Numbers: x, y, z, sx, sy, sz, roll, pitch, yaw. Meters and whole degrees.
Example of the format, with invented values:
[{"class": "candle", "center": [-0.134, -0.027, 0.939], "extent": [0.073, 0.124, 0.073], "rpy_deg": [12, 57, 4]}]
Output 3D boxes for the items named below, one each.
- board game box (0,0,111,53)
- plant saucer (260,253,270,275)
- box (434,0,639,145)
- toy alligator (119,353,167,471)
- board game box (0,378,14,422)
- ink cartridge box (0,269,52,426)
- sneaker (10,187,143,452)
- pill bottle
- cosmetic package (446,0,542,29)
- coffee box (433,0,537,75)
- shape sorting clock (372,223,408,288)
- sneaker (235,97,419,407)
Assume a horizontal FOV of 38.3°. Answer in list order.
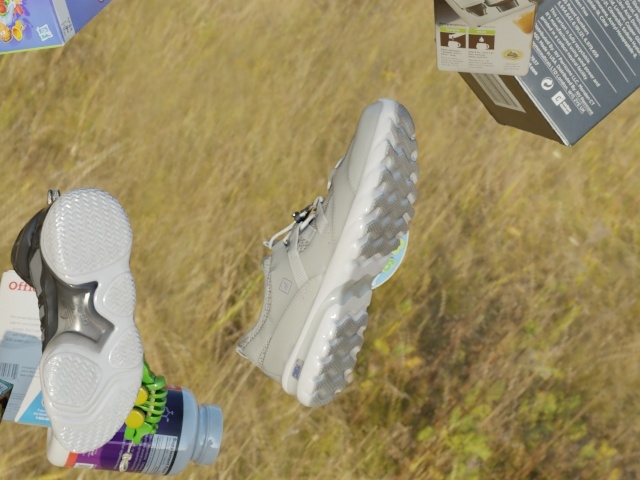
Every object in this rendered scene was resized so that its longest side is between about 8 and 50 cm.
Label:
[{"class": "board game box", "center": [-0.327, -0.289, 0.982], "extent": [0.233, 0.078, 0.347], "rpy_deg": [-4, 31, 12]}, {"class": "plant saucer", "center": [-0.056, 0.072, 1.355], "extent": [0.018, 0.067, 0.192], "rpy_deg": [-15, 15, -12]}, {"class": "box", "center": [0.429, -0.372, 1.486], "extent": [0.212, 0.395, 0.293], "rpy_deg": [48, 2, -17]}, {"class": "toy alligator", "center": [-0.248, 0.250, 1.309], "extent": [0.051, 0.189, 0.056], "rpy_deg": [11, 18, 1]}, {"class": "board game box", "center": [-0.397, 0.242, 0.920], "extent": [0.030, 0.136, 0.259], "rpy_deg": [28, 15, 2]}, {"class": "ink cartridge box", "center": [-0.351, 0.143, 1.193], "extent": [0.140, 0.190, 0.082], "rpy_deg": [4, -16, 14]}, {"class": "sneaker", "center": [-0.257, 0.075, 0.961], "extent": [0.101, 0.268, 0.153], "rpy_deg": [-3, 8, -32]}, {"class": "pill bottle", "center": [-0.366, 0.367, 1.822], "extent": [0.323, 0.181, 0.181], "rpy_deg": [11, 37, -21]}, {"class": "cosmetic package", "center": [0.196, -0.221, 0.620], "extent": [0.099, 0.239, 0.060], "rpy_deg": [-1, 73, -68]}, {"class": "coffee box", "center": [0.163, -0.286, 0.869], "extent": [0.098, 0.246, 0.141], "rpy_deg": [7, 66, 12]}, {"class": "shape sorting clock", "center": [0.079, -0.002, 1.717], "extent": [0.206, 0.206, 0.040], "rpy_deg": [17, 7, -30]}, {"class": "sneaker", "center": [0.000, 0.000, 0.822], "extent": [0.115, 0.281, 0.105], "rpy_deg": [21, -1, 26]}]
